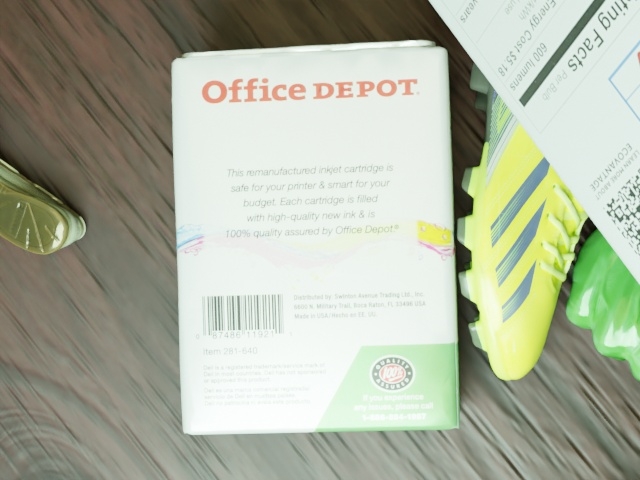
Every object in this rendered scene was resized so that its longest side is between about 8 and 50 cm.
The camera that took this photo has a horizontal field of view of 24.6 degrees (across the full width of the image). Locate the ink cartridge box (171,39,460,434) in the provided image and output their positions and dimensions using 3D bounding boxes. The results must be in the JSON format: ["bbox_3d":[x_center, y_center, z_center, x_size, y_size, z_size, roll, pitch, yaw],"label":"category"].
[{"bbox_3d":[0.000,0.000,1.100,0.201,0.117,0.278,-2,89,6],"label":"ink cartridge box"}]

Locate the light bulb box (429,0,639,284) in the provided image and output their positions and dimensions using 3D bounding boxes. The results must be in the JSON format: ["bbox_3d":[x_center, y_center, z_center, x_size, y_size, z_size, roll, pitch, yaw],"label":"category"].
[{"bbox_3d":[0.282,-0.183,0.900,0.225,0.358,0.361,-24,72,-32],"label":"light bulb box"}]

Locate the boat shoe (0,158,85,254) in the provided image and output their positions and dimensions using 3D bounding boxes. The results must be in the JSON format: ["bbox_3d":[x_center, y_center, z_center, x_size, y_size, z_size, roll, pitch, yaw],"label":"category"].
[{"bbox_3d":[-0.259,-0.038,1.169,0.153,0.048,0.056,26,104,12],"label":"boat shoe"}]

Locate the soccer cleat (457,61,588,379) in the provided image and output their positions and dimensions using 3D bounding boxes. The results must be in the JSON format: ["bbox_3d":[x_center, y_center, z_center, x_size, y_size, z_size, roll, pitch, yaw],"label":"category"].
[{"bbox_3d":[0.167,-0.041,1.080,0.121,0.093,0.289,3,80,12],"label":"soccer cleat"}]

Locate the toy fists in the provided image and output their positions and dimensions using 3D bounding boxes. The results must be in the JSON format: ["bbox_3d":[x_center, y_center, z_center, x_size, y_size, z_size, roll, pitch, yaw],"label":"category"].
[{"bbox_3d":[0.321,0.063,1.081,0.279,0.096,0.142,20,79,7],"label":"toy fists"}]
